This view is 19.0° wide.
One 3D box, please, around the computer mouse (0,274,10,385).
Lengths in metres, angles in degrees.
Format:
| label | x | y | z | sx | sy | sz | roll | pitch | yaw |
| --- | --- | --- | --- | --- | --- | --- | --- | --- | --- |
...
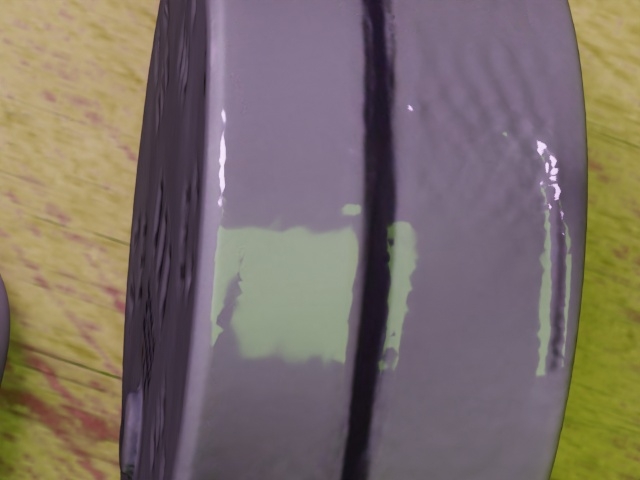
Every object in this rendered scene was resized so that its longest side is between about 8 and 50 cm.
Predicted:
| label | x | y | z | sx | sy | sz | roll | pitch | yaw |
| --- | --- | --- | --- | --- | --- | --- | --- | --- | --- |
| computer mouse | -0.254 | 0.122 | 0.986 | 0.184 | 0.121 | 0.297 | 14 | 95 | -11 |

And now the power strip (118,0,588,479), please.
| label | x | y | z | sx | sy | sz | roll | pitch | yaw |
| --- | --- | --- | --- | --- | --- | --- | --- | --- | --- |
| power strip | 0.000 | 0.000 | 0.888 | 0.161 | 0.357 | 0.357 | 5 | 98 | -10 |
